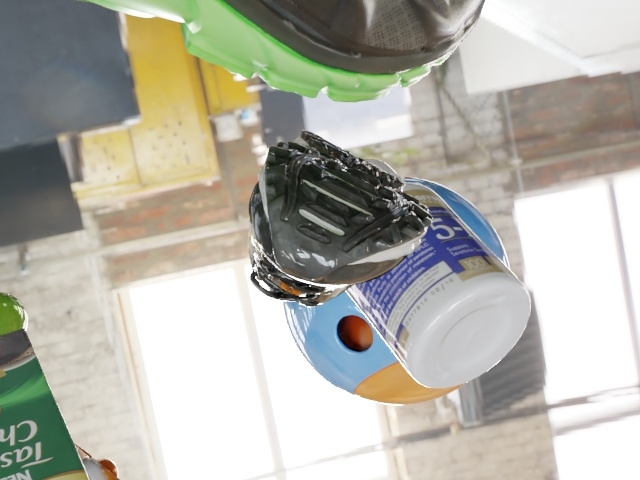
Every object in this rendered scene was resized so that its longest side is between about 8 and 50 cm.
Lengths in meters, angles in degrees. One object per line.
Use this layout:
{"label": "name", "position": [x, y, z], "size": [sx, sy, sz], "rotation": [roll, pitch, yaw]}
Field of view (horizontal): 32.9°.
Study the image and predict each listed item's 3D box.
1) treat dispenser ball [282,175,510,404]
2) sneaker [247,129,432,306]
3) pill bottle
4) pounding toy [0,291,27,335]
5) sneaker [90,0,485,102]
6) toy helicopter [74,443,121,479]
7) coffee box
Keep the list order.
{"label": "treat dispenser ball", "position": [0.096, 0.063, 1.361], "size": [0.288, 0.288, 0.288], "rotation": [-11, -174, 1]}
{"label": "sneaker", "position": [0.000, 0.000, 0.671], "size": [0.100, 0.108, 0.271], "rotation": [28, -173, -1]}
{"label": "pill bottle", "position": [0.073, 0.019, 0.879], "size": [0.112, 0.112, 0.186], "rotation": [-14, -135, -27]}
{"label": "pounding toy", "position": [-0.532, 0.194, 1.654], "size": [0.183, 0.110, 0.237], "rotation": [3, 134, -49]}
{"label": "sneaker", "position": [-0.024, -0.197, 0.496], "size": [0.202, 0.185, 0.483], "rotation": [-45, 157, 24]}
{"label": "toy helicopter", "position": [-0.303, 0.392, 1.441], "size": [0.355, 0.140, 0.235], "rotation": [22, -134, 10]}
{"label": "coffee box", "position": [-0.236, 0.144, 0.768], "size": [0.113, 0.040, 0.184], "rotation": [-17, -140, -19]}
